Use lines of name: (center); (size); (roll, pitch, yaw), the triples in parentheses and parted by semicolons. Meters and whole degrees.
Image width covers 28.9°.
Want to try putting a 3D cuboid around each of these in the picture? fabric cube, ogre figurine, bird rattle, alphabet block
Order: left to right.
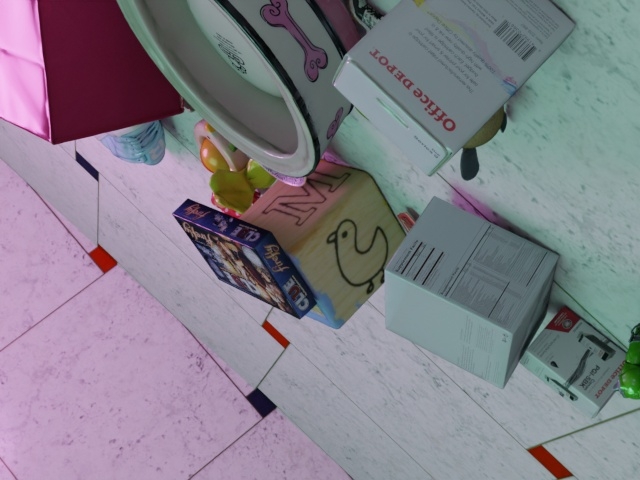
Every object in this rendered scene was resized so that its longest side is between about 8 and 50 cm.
fabric cube: (-0.399, -0.328, 2.001); (0.258, 0.254, 0.259); (25, 123, 45)
bird rattle: (-0.160, -0.139, 2.310); (0.207, 0.143, 0.253); (59, 173, -6)
alphabet block: (0.000, 0.000, 2.079); (0.193, 0.197, 0.192); (22, 152, 49)
ogre figurine: (0.467, 0.178, 1.605); (0.197, 0.118, 0.097); (34, 158, 28)

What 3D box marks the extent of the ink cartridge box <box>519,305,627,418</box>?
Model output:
ink cartridge box: (0.378, 0.178, 1.822); (0.135, 0.099, 0.056); (38, 159, 16)

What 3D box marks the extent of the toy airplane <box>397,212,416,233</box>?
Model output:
toy airplane: (0.185, 0.006, 1.969); (0.151, 0.028, 0.151); (42, 158, 21)

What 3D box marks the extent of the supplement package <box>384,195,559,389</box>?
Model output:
supplement package: (0.217, 0.077, 1.816); (0.203, 0.149, 0.194); (27, 155, 17)

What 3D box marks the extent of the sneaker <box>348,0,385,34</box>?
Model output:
sneaker: (0.069, -0.286, 1.601); (0.037, 0.032, 0.083); (-20, 112, 42)

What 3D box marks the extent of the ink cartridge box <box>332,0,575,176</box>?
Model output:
ink cartridge box: (0.141, -0.198, 1.339); (0.154, 0.212, 0.093); (43, 162, 3)

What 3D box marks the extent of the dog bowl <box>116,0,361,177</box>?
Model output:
dog bowl: (-0.103, -0.286, 1.704); (0.408, 0.150, 0.408); (41, 163, 15)

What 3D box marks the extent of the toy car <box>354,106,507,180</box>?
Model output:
toy car: (0.162, -0.163, 1.498); (0.149, 0.155, 0.188); (24, 165, 46)

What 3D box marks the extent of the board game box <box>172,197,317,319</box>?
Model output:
board game box: (-0.125, 0.028, 2.021); (0.243, 0.042, 0.165); (21, 150, 50)

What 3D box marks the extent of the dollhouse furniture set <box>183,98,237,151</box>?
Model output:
dollhouse furniture set: (-0.191, -0.228, 2.180); (0.152, 0.076, 0.058); (40, 160, 10)

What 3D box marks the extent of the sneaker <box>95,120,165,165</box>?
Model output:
sneaker: (-0.354, -0.223, 2.478); (0.150, 0.135, 0.366); (41, 171, -15)

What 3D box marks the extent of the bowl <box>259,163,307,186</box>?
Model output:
bowl: (-0.062, -0.176, 2.015); (0.170, 0.080, 0.170); (38, 160, 17)

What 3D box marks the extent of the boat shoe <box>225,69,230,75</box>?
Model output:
boat shoe: (-0.190, -0.294, 2.015); (0.104, 0.089, 0.285); (53, 160, -23)
